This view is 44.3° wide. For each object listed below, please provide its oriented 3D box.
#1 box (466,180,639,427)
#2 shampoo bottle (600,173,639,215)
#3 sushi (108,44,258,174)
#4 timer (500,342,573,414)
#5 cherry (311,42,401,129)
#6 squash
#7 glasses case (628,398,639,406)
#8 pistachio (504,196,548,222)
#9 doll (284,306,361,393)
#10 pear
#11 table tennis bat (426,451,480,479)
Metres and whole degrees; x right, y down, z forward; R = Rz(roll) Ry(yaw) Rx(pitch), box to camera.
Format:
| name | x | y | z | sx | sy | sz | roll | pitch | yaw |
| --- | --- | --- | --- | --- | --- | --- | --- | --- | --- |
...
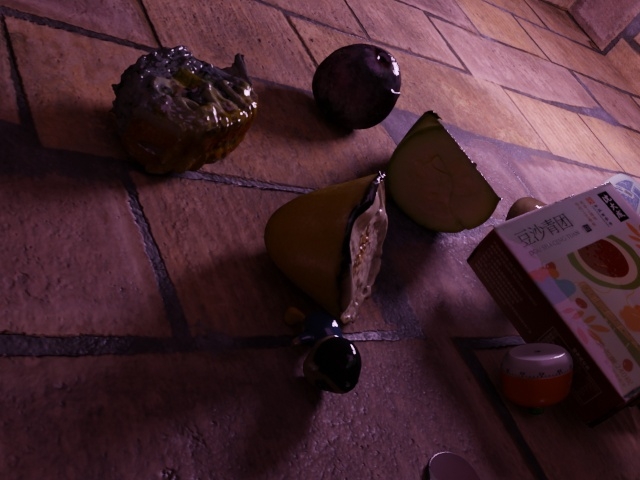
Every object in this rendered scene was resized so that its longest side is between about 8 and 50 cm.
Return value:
| name | x | y | z | sx | sy | sz | roll | pitch | yaw |
| --- | --- | --- | --- | --- | --- | --- | --- | --- | --- |
| box | 0.534 | 0.106 | 1.504 | 0.345 | 0.122 | 0.385 | -20 | 65 | -30 |
| shampoo bottle | 0.860 | -0.104 | 2.281 | 0.134 | 0.078 | 0.359 | 40 | 33 | 7 |
| sushi | -0.217 | -0.217 | 1.300 | 0.184 | 0.139 | 0.274 | 46 | 37 | 11 |
| timer | 0.376 | 0.247 | 1.364 | 0.136 | 0.136 | 0.099 | 33 | 4 | -10 |
| cherry | 0.082 | -0.336 | 1.696 | 0.195 | 0.195 | 0.195 | 26 | 35 | -20 |
| squash | 0.282 | -0.171 | 1.678 | 0.233 | 0.210 | 0.309 | 50 | 37 | -6 |
| glasses case | 0.544 | 0.274 | 1.544 | 0.218 | 0.049 | 0.075 | 16 | 43 | -32 |
| pistachio | 0.459 | -0.006 | 1.718 | 0.136 | 0.136 | 0.226 | 31 | 43 | -13 |
| doll | 0.005 | 0.161 | 1.129 | 0.102 | 0.088 | 0.179 | 18 | 15 | -29 |
| pear | 0.000 | 0.001 | 1.239 | 0.178 | 0.266 | 0.267 | 10 | 31 | 13 |
| table tennis bat | 0.179 | 0.352 | 1.129 | 0.158 | 0.014 | 0.095 | 3 | 49 | -45 |
